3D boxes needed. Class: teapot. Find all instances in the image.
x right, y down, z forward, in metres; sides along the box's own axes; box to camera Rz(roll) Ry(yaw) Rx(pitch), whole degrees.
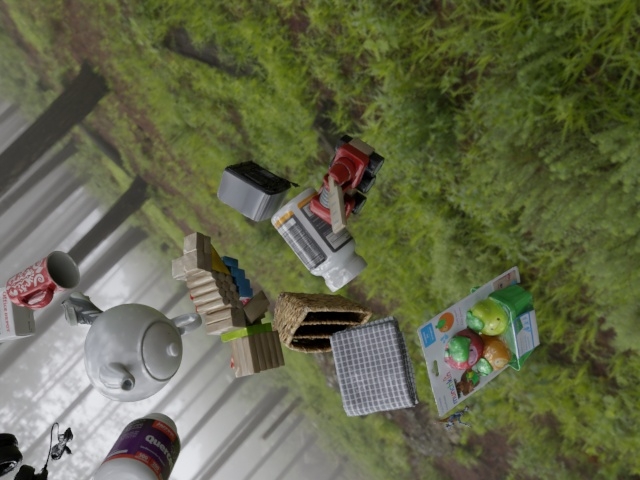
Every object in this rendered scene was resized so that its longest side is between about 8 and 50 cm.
[{"bbox_3d":[-0.413,0.260,1.463,0.187,0.255,0.252,-10,151,23],"label":"teapot"}]

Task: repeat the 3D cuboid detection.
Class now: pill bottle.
[{"bbox_3d":[-0.496,0.611,1.703,0.181,0.181,0.323,44,-170,-8],"label":"pill bottle"},{"bbox_3d":[0.000,0.000,1.761,0.278,0.162,0.162,52,171,0],"label":"pill bottle"}]

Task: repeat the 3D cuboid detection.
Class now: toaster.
[{"bbox_3d":[-0.188,-0.149,1.819,0.186,0.110,0.168,30,-156,12],"label":"toaster"}]

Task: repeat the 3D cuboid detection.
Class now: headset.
[{"bbox_3d":[-0.779,0.597,1.529,0.243,0.185,0.394,43,-148,7],"label":"headset"}]

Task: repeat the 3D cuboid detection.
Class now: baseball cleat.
[{"bbox_3d":[-0.716,0.249,1.915,0.206,0.109,0.072,35,141,9],"label":"baseball cleat"}]

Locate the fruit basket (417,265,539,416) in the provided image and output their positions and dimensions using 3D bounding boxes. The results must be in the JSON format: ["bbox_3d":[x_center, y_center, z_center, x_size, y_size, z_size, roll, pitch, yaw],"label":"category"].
[{"bbox_3d":[0.440,0.282,1.687,0.165,0.353,0.326,24,138,51],"label":"fruit basket"}]

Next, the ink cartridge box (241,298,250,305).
[{"bbox_3d":[-0.324,0.256,2.208,0.063,0.150,0.109,47,161,4],"label":"ink cartridge box"}]

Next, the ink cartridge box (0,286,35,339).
[{"bbox_3d":[-1.008,0.236,1.891,0.092,0.220,0.160,25,-128,-76],"label":"ink cartridge box"}]

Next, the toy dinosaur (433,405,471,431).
[{"bbox_3d":[0.358,0.464,1.631,0.090,0.082,0.047,16,123,25],"label":"toy dinosaur"}]

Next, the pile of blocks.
[{"bbox_3d":[-0.212,0.147,1.375,0.113,0.149,0.362,-20,102,35],"label":"pile of blocks"}]

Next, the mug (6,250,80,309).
[{"bbox_3d":[-0.767,0.116,1.664,0.113,0.169,0.150,62,-160,-15],"label":"mug"}]

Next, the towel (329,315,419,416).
[{"bbox_3d":[0.165,0.398,1.941,0.121,0.235,0.283,9,-114,-66],"label":"towel"}]

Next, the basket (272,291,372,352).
[{"bbox_3d":[0.001,0.314,2.232,0.299,0.213,0.223,6,-173,-33],"label":"basket"}]

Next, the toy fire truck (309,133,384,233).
[{"bbox_3d":[0.044,-0.106,1.509,0.159,0.246,0.217,35,137,12],"label":"toy fire truck"}]
